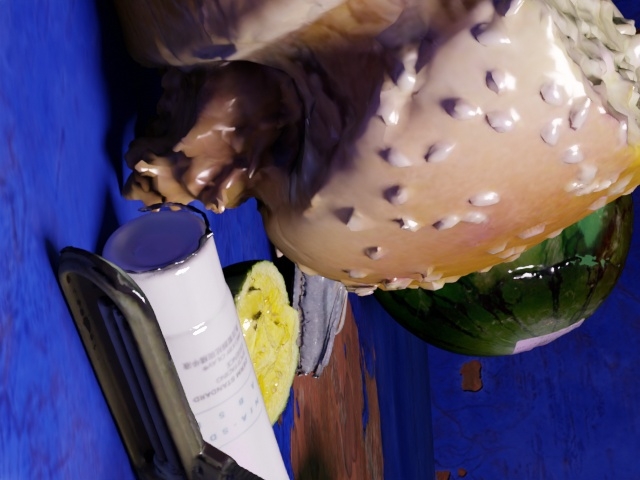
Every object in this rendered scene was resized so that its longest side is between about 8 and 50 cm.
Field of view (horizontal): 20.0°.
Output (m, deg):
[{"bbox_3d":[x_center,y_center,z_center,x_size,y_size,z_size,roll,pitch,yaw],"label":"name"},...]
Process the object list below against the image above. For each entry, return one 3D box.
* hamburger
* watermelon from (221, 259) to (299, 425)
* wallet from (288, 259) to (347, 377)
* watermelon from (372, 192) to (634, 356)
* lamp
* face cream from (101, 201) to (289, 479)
[{"bbox_3d":[0.030,-0.104,0.997,0.268,0.287,0.445,59,17,-7],"label":"hamburger"},{"bbox_3d":[-0.053,0.061,1.038,0.105,0.062,0.105,6,90,-72],"label":"watermelon"},{"bbox_3d":[0.000,0.000,1.555,0.231,0.069,0.170,-77,178,-61],"label":"wallet"},{"bbox_3d":[0.194,-0.042,2.139,0.363,0.363,0.363,-6,90,-84],"label":"watermelon"},{"bbox_3d":[-0.052,0.143,0.765,0.283,0.125,0.203,-93,163,-47],"label":"lamp"},{"bbox_3d":[-0.062,0.094,0.952,0.058,0.092,0.243,27,-39,41],"label":"face cream"}]
